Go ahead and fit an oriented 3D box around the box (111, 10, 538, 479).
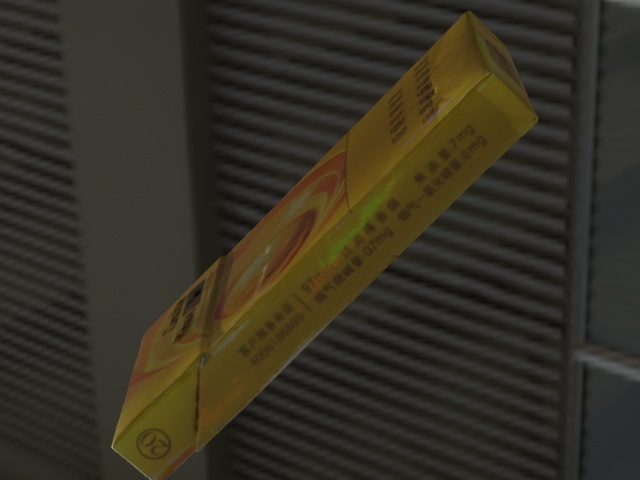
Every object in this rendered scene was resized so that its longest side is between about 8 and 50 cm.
[{"bbox_3d":[0.000,0.000,0.879,0.043,0.269,0.152,42,-165,-11],"label":"box"}]
